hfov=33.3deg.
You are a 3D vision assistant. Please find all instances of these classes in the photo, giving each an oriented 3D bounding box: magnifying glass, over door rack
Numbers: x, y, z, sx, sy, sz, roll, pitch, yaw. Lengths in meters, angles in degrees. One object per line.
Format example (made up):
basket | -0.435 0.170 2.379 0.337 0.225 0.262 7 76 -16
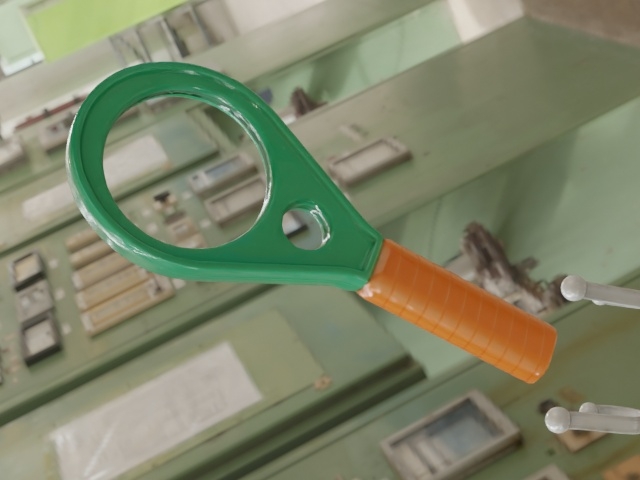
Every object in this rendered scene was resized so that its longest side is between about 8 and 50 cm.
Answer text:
magnifying glass | 0.000 0.000 0.463 0.230 0.092 0.026 27 153 -9
over door rack | 0.232 0.150 0.830 0.324 0.108 0.240 17 -102 -82
